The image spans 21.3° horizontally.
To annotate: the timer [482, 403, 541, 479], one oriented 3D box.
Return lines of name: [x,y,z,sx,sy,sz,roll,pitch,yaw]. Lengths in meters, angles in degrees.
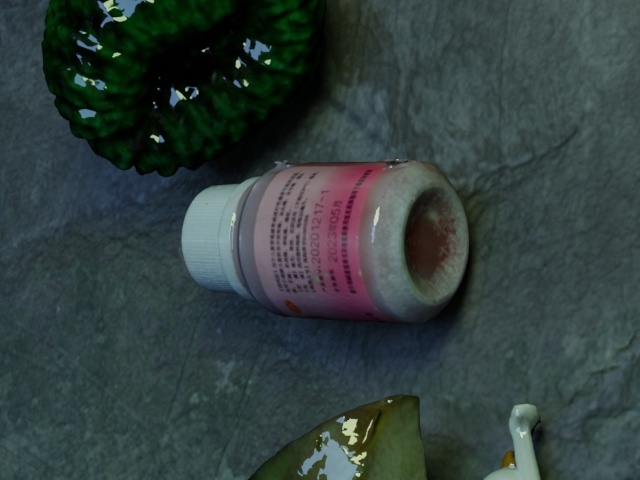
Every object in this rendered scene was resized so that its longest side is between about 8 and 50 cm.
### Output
timer: [0.186,0.254,1.308,0.175,0.175,0.266,-54,36,13]

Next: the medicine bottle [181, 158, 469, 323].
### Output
medicine bottle: [0.000,0.000,1.504,0.247,0.147,0.147,0,78,38]

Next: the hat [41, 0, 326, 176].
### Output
hat: [-0.140,-0.235,1.658,0.274,0.242,0.332,-26,37,5]

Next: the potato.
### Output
potato: [0.028,0.302,1.383,0.269,0.112,0.255,-54,54,38]
